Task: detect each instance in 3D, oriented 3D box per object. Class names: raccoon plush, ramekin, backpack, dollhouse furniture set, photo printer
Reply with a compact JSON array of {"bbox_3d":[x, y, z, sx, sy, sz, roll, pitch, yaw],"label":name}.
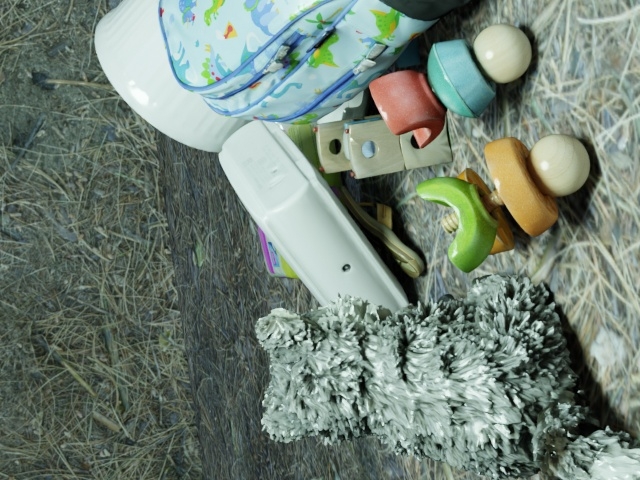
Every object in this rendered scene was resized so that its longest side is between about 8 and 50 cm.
[{"bbox_3d":[0.106,0.154,1.183,0.446,0.299,0.216,-165,72,-76],"label":"raccoon plush"},{"bbox_3d":[-0.175,-0.276,1.701,0.135,0.277,0.277,-45,52,31],"label":"ramekin"},{"bbox_3d":[-0.023,-0.285,1.329,0.355,0.273,0.290,-48,56,56],"label":"backpack"},{"bbox_3d":[0.065,-0.178,1.435,0.129,0.129,0.183,-163,63,-70],"label":"dollhouse furniture set"},{"bbox_3d":[0.000,0.000,1.616,0.307,0.107,0.256,53,-179,-33],"label":"photo printer"}]

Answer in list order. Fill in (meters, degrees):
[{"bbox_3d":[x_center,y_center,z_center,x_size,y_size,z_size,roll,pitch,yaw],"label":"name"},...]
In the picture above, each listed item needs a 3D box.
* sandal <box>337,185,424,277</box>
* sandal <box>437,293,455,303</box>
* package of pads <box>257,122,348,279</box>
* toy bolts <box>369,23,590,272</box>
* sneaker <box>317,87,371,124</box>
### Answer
[{"bbox_3d":[0.089,-0.018,1.595,0.180,0.049,0.072,44,172,37],"label":"sandal"},{"bbox_3d":[0.186,0.141,1.428,0.179,0.040,0.067,68,171,-15],"label":"sandal"},{"bbox_3d":[-0.041,-0.086,1.873,0.229,0.101,0.296,179,80,-72],"label":"package of pads"},{"bbox_3d":[0.182,-0.103,1.199,0.228,0.158,0.218,64,-160,12],"label":"toy bolts"},{"bbox_3d":[-0.097,-0.334,1.630,0.169,0.258,0.447,131,125,-68],"label":"sneaker"}]
